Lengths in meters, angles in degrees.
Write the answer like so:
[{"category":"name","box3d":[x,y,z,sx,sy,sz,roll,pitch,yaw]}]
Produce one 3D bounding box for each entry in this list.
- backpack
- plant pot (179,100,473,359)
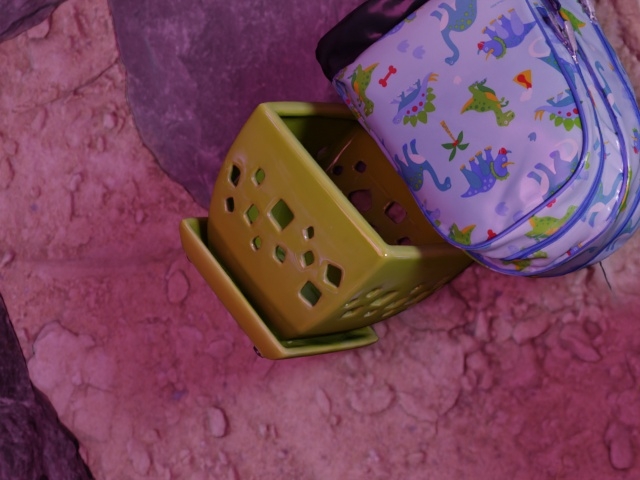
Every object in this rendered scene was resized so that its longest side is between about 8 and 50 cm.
[{"category":"backpack","box3d":[0.184,-0.125,1.778,0.290,0.273,0.355,-32,85,16]},{"category":"plant pot","box3d":[0.000,0.000,1.868,0.207,0.228,0.227,-48,68,24]}]
